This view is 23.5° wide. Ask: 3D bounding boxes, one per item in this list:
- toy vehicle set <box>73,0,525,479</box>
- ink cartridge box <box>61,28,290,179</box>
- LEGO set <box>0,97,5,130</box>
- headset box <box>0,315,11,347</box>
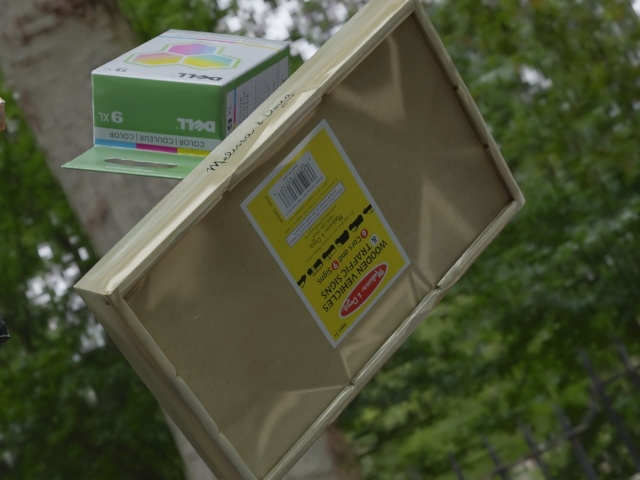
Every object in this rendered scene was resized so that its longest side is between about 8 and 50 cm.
[{"bbox_3d":[0.000,0.000,0.899,0.267,0.166,0.035,-46,32,-24],"label":"toy vehicle set"},{"bbox_3d":[-0.107,-0.109,1.190,0.109,0.062,0.209,7,22,17],"label":"ink cartridge box"},{"bbox_3d":[-0.341,-0.126,1.068,0.107,0.287,0.132,-62,-3,18],"label":"LEGO set"},{"bbox_3d":[-0.368,0.087,0.869,0.283,0.131,0.246,-42,-24,22],"label":"headset box"}]
